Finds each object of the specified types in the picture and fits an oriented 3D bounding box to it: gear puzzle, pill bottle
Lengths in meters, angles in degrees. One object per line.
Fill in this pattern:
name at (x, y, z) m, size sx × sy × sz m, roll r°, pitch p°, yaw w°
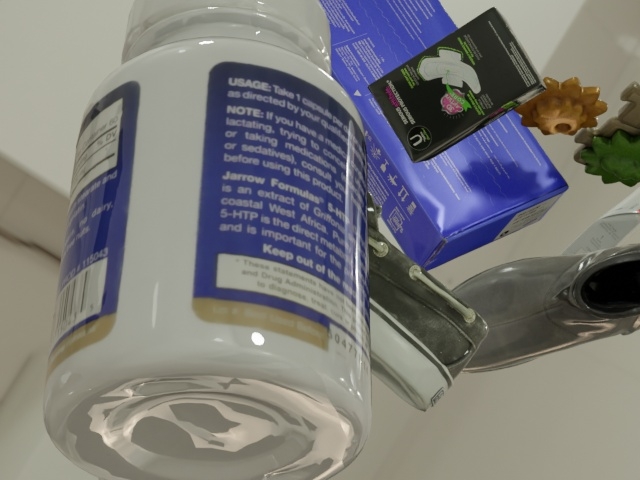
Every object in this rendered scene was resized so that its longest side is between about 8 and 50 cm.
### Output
gear puzzle at (0.342, -0.084, 1.298) m, size 0.339 × 0.044 × 0.175 m, roll 19°, pitch -33°, yaw -16°
pill bottle at (-0.037, -0.009, 0.508) m, size 0.112 × 0.186 × 0.112 m, roll 1°, pitch -34°, yaw 0°

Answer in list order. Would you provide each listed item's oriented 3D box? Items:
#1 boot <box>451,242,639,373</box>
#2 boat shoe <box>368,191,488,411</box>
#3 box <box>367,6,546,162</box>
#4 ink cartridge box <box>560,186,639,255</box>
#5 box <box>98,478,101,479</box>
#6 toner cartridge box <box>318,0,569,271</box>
boot at (0.266, 0.057, 1.426) m, size 0.223 × 0.338 × 0.118 m, roll 19°, pitch 52°, yaw -81°
boat shoe at (0.000, 0.000, 0.767) m, size 0.219 × 0.070 × 0.078 m, roll 43°, pitch -13°, yaw -9°
box at (0.078, -0.086, 0.772) m, size 0.052 × 0.083 × 0.062 m, roll 60°, pitch 12°, yaw 3°
ink cartridge box at (0.476, -0.057, 2.019) m, size 0.066 × 0.232 × 0.189 m, roll 44°, pitch 34°, yaw 12°
box at (-0.161, 0.295, 1.438) m, size 0.127 × 0.262 × 0.231 m, roll 12°, pitch -24°, yaw -19°
toner cartridge box at (0.083, -0.149, 1.380) m, size 0.348 × 0.165 × 0.075 m, roll 59°, pitch -31°, yaw 17°
